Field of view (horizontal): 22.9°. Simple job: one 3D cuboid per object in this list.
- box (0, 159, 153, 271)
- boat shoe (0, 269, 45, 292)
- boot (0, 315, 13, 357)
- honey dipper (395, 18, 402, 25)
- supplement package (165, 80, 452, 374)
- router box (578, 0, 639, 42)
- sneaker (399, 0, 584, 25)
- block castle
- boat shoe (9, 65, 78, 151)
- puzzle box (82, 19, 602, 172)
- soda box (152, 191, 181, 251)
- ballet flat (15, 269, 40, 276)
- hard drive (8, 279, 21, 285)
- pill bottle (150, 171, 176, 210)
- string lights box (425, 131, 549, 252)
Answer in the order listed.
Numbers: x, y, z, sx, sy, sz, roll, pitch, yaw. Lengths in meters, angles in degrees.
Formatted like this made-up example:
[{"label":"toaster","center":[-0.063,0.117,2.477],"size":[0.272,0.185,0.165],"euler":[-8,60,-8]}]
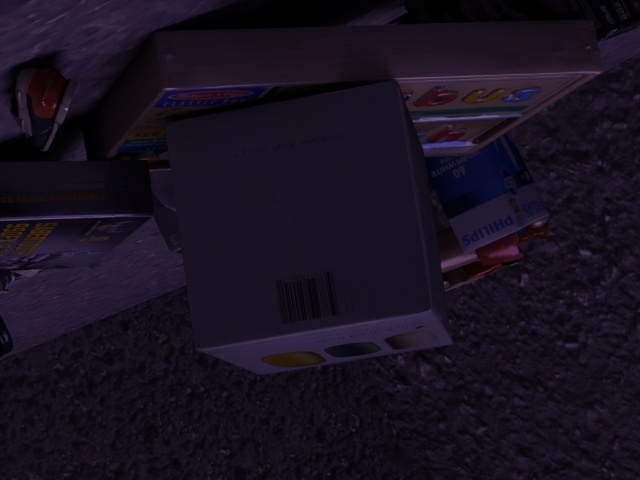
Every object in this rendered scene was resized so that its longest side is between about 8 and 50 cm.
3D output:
[{"label":"box","center":[-0.277,-0.019,1.488],"size":[0.183,0.056,0.231],"euler":[-2,168,-24]},{"label":"boat shoe","center":[-0.388,0.046,1.829],"size":[0.206,0.065,0.075],"euler":[-13,148,-38]},{"label":"boot","center":[-0.547,0.161,2.138],"size":[0.207,0.094,0.246],"euler":[-33,-164,-30]},{"label":"honey dipper","center":[0.155,-0.208,1.674],"size":[0.161,0.030,0.030],"euler":[13,-166,23]},{"label":"supplement package","center":[0.000,0.000,1.403],"size":[0.199,0.198,0.262],"euler":[-10,170,7]},{"label":"router box","center":[0.285,-0.269,1.642],"size":[0.092,0.122,0.038],"euler":[-24,172,-40]},{"label":"sneaker","center":[0.150,-0.214,1.496],"size":[0.146,0.122,0.330],"euler":[-27,177,-4]},{"label":"block castle","center":[0.183,-0.090,2.237],"size":[0.213,0.303,0.453],"euler":[-19,177,3]},{"label":"boat shoe","center":[-0.216,-0.103,1.214],"size":[0.043,0.049,0.137],"euler":[19,168,-12]},{"label":"puzzle box","center":[0.014,-0.126,1.432],"size":[0.409,0.052,0.272],"euler":[-5,168,-21]},{"label":"soda box","center":[-0.086,-0.081,2.134],"size":[0.286,0.091,0.098],"euler":[-25,177,1]},{"label":"ballet flat","center":[-0.310,-0.005,1.750],"size":[0.221,0.079,0.077],"euler":[-22,176,-45]},{"label":"hard drive","center":[-0.483,0.069,1.997],"size":[0.308,0.040,0.203],"euler":[-26,177,2]},{"label":"pill bottle","center":[-0.115,-0.092,1.783],"size":[0.152,0.086,0.086],"euler":[-23,176,-43]},{"label":"string lights box","center":[0.157,-0.123,1.798],"size":[0.077,0.259,0.133],"euler":[-27,177,23]}]
